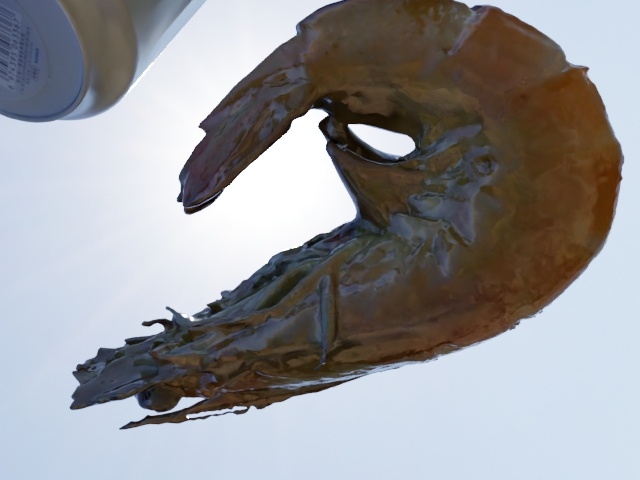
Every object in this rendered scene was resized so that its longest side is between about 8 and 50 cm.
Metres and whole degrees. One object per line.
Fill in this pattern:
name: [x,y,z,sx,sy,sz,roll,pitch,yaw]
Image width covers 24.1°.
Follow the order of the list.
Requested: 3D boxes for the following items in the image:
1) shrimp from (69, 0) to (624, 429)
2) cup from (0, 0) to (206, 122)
shrimp: [0.000,0.000,0.595,0.150,0.249,0.068,53,-167,-10]
cup: [-0.232,-0.277,1.335,0.327,0.323,0.237,-56,-47,-37]
